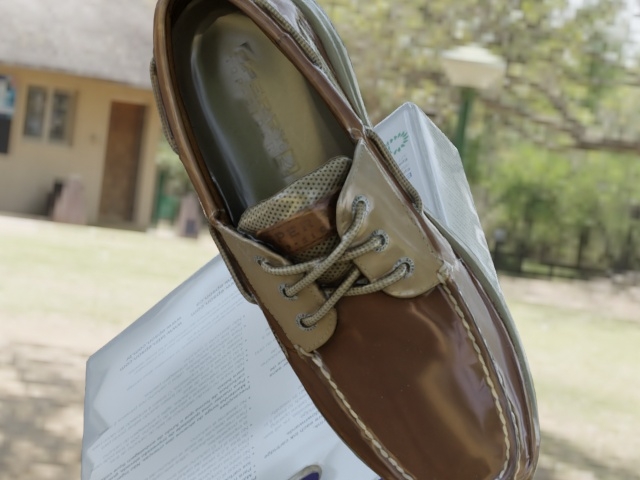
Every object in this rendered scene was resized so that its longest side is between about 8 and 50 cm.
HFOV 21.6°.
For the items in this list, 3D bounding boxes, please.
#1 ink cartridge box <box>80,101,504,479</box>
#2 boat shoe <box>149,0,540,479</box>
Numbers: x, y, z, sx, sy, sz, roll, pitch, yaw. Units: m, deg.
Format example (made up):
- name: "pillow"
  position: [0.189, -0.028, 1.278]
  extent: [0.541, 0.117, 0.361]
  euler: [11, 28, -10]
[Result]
- name: "ink cartridge box"
  position: [-0.024, 0.106, 1.080]
  extent: [0.071, 0.324, 0.330]
  euler: [41, 23, -30]
- name: "boat shoe"
  position: [0.000, 0.000, 0.861]
  extent: [0.123, 0.324, 0.116]
  euler: [-35, -12, 12]
